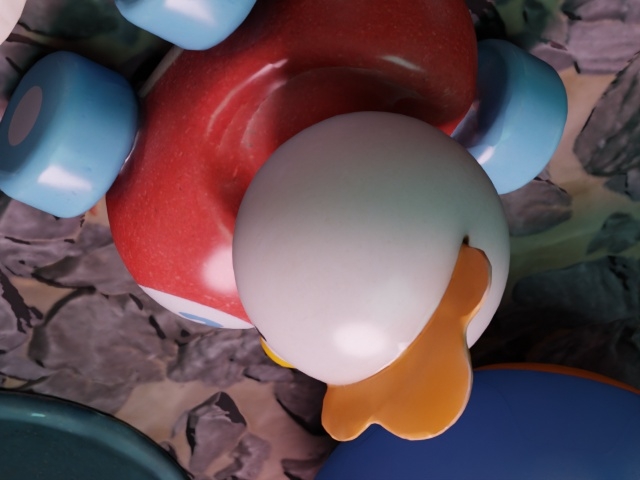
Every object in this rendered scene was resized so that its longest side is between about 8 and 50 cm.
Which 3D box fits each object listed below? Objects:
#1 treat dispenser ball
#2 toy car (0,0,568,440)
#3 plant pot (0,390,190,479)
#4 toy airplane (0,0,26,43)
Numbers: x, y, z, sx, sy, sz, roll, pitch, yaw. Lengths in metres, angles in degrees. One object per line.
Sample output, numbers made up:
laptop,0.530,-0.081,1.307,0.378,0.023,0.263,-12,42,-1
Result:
treat dispenser ball,0.118,0.213,0.785,0.288,0.288,0.288,-8,133,-9
toy car,0.000,0.000,0.590,0.219,0.238,0.210,24,121,-32
plant pot,-0.208,0.321,0.760,0.341,0.334,0.341,-8,134,-9
toy airplane,-0.208,-0.164,0.353,0.386,0.272,0.384,-6,147,-36
